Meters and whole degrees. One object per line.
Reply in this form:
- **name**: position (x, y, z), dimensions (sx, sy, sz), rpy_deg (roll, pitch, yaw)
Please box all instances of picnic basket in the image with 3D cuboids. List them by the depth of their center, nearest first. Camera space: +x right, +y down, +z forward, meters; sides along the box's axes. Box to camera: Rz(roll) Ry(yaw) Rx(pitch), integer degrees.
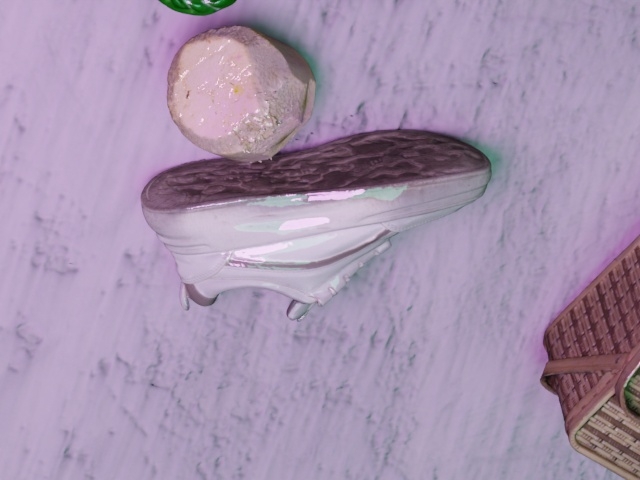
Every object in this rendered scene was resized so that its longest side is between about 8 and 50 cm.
- **picnic basket**: position (0.384, 0.103, 1.868), dimensions (0.228, 0.175, 0.313), rpy_deg (32, 116, -22)

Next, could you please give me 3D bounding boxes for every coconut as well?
- **coconut**: position (-0.068, -0.126, 1.736), dimensions (0.116, 0.122, 0.116), rpy_deg (0, 89, 19)

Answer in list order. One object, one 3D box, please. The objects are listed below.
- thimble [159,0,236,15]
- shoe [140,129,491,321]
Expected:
- **thimble**: position (-0.112, -0.259, 1.675), dimensions (0.130, 0.090, 0.118), rpy_deg (36, 102, -25)
- **shoe**: position (0.000, 0.000, 1.809), dimensions (0.316, 0.124, 0.159), rpy_deg (-4, 116, -2)
